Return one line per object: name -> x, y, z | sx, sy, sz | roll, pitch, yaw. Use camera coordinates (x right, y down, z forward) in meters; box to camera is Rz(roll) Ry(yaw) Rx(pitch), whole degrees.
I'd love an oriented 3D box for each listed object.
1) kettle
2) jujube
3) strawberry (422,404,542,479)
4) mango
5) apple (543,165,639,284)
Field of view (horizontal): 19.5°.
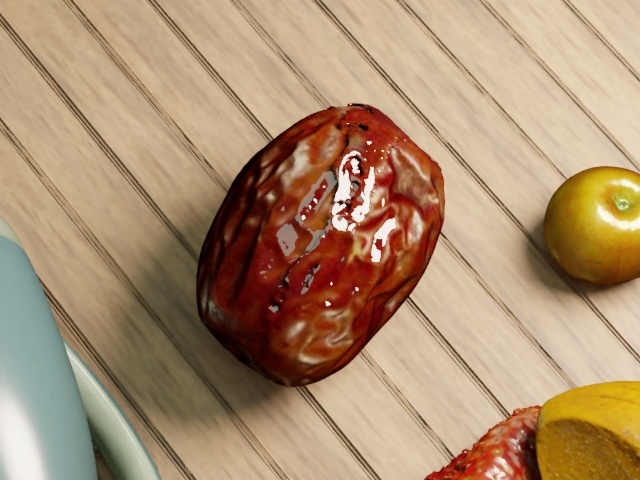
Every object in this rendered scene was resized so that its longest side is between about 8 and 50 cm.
kettle -> -0.260, 0.171, 1.474 | 0.319, 0.247, 0.342 | 0, 49, -46
jujube -> 0.000, 0.000, 1.583 | 0.183, 0.183, 0.243 | 34, 80, 13
strawberry -> 0.140, 0.235, 1.522 | 0.175, 0.107, 0.236 | 2, 66, 0
mango -> 0.327, 0.228, 1.486 | 0.350, 0.199, 0.201 | 31, 95, 14
apple -> 0.253, -0.012, 1.631 | 0.114, 0.102, 0.099 | 16, 66, 5
